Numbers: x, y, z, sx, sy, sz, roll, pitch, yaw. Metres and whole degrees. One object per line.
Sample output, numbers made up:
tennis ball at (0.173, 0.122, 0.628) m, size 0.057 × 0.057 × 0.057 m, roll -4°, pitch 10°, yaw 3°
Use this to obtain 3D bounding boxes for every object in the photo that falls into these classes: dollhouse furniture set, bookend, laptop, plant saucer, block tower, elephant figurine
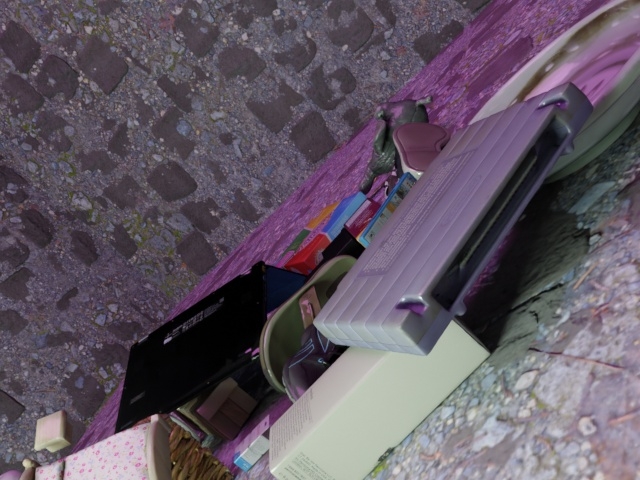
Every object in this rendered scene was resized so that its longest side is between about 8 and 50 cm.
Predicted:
dollhouse furniture set at (-0.250, 0.285, 0.775) m, size 0.303 × 0.174 × 0.355 m, roll -23°, pitch 44°, yaw 1°
bookend at (0.031, 0.062, 1.379) m, size 0.157 × 0.072 × 0.156 m, roll -47°, pitch 10°, yaw 4°
laptop at (-0.200, 0.241, 1.397) m, size 0.382 × 0.236 × 0.408 m, roll -34°, pitch 33°, yaw 17°
plant saucer at (0.356, -0.190, 0.950) m, size 0.400 × 0.100 × 0.400 m, roll -46°, pitch 11°, yaw 11°
block tower at (-0.234, 0.345, 1.352) m, size 0.091 × 0.097 × 0.335 m, roll -52°, pitch 10°, yaw -24°
elephant figurine at (0.197, -0.250, 1.727) m, size 0.169 × 0.186 × 0.239 m, roll 14°, pitch 64°, yaw 28°

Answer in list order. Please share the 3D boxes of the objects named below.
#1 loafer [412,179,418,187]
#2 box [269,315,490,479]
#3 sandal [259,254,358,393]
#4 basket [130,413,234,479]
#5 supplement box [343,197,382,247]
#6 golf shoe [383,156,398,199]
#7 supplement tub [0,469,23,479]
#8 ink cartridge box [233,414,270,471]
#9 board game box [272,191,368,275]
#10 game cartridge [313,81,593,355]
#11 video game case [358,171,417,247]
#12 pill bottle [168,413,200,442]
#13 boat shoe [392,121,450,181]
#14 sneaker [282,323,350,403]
loafer at (0.181, -0.026, 1.013) m, size 0.080 × 0.078 × 0.220 m, roll -44°, pitch 27°, yaw 17°
box at (0.062, 0.183, 0.772) m, size 0.275 × 0.094 × 0.113 m, roll -46°, pitch 12°, yaw 7°
sandal at (-0.004, 0.136, 1.162) m, size 0.086 × 0.120 × 0.303 m, roll -7°, pitch 39°, yaw 52°
basket at (-0.317, 0.443, 0.993) m, size 0.223 × 0.213 × 0.299 m, roll -39°, pitch 13°, yaw 34°
supplement box at (0.116, -0.011, 1.226) m, size 0.081 × 0.104 × 0.188 m, roll -47°, pitch 10°, yaw 3°
golf shoe at (0.184, -0.147, 1.525) m, size 0.094 × 0.077 × 0.198 m, roll -43°, pitch 10°, yaw 21°
supplement tub at (-0.527, 0.574, 1.180) m, size 0.191 × 0.272 × 0.191 m, roll -45°, pitch 11°, yaw 12°
ink cartridge box at (-0.103, 0.331, 1.056) m, size 0.083 × 0.028 × 0.048 m, roll -46°, pitch 11°, yaw 6°
board game box at (0.000, 0.000, 1.738) m, size 0.242 × 0.064 × 0.316 m, roll -51°, pitch 11°, yaw -18°
game cartridge at (0.149, -0.021, 0.764) m, size 0.355 × 0.068 × 0.230 m, roll -51°, pitch 10°, yaw -19°
video game case at (0.148, -0.022, 1.099) m, size 0.166 × 0.119 × 0.015 m, roll -53°, pitch 15°, yaw -29°
pill bottle at (-0.339, 0.457, 1.321) m, size 0.184 × 0.103 × 0.103 m, roll -54°, pitch 13°, yaw -28°
boat shoe at (0.217, -0.159, 1.365) m, size 0.340 × 0.127 × 0.113 m, roll -87°, pitch -3°, yaw -62°
sneaker at (0.015, 0.174, 0.974) m, size 0.106 × 0.101 × 0.267 m, roll -41°, pitch 12°, yaw 17°
